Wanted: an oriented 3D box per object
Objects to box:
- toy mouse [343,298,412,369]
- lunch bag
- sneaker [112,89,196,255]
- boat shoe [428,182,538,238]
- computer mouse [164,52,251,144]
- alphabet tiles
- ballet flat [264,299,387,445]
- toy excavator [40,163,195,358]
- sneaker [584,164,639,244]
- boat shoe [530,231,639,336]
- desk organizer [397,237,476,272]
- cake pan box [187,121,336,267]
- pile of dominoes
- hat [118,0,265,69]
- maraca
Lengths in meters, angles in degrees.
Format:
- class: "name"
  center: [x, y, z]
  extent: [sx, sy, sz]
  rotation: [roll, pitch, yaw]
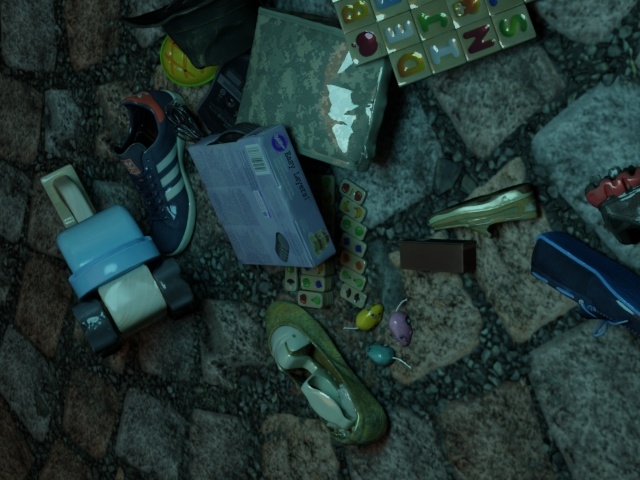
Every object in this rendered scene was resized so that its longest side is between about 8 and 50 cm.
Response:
- class: "toy mouse"
  center: [0.118, 0.178, 1.769]
  extent: [0.161, 0.031, 0.143]
  rotation: [-43, 68, 33]
- class: "lunch bag"
  center: [0.012, -0.267, 1.722]
  extent: [0.287, 0.169, 0.235]
  rotation: [26, 111, 38]
- class: "sneaker"
  center: [-0.356, -0.138, 2.039]
  extent: [0.131, 0.148, 0.350]
  rotation: [-4, 92, 39]
- class: "boat shoe"
  center: [0.267, -0.036, 1.612]
  extent: [0.190, 0.068, 0.072]
  rotation: [-16, 96, 38]
- class: "computer mouse"
  center: [-0.176, -0.271, 1.927]
  extent: [0.188, 0.072, 0.272]
  rotation: [48, 129, 1]
- class: "alphabet tiles"
  center: [0.188, -0.413, 1.564]
  extent: [0.342, 0.011, 0.285]
  rotation: [-19, 81, 10]
- class: "ballet flat"
  center: [-0.014, 0.244, 1.829]
  extent: [0.348, 0.123, 0.123]
  rotation: [48, 121, 25]
- class: "toy excavator"
  center: [-0.461, 0.004, 2.057]
  extent: [0.445, 0.222, 0.433]
  rotation: [62, 167, 5]
- class: "sneaker"
  center: [0.516, -0.072, 1.387]
  extent: [0.276, 0.097, 0.135]
  rotation: [-27, 78, 39]
- class: "boat shoe"
  center: [0.427, 0.081, 1.487]
  extent: [0.258, 0.109, 0.089]
  rotation: [47, 129, 44]
- class: "desk organizer"
  center: [0.200, 0.025, 1.680]
  extent: [0.130, 0.047, 0.050]
  rotation: [3, 99, 38]
- class: "cake pan box"
  center: [-0.112, -0.079, 1.768]
  extent: [0.245, 0.070, 0.267]
  rotation: [-3, 116, 52]
- class: "pile of dominoes"
  center: [0.000, 0.000, 1.840]
  extent: [0.196, 0.040, 0.251]
  rotation: [5, 99, 38]
- class: "hat"
  center: [-0.202, -0.394, 1.811]
  extent: [0.331, 0.331, 0.134]
  rotation: [1, 116, 38]
- class: "maraca"
  center: [-0.235, -0.381, 1.954]
  extent: [0.185, 0.099, 0.127]
  rotation: [-23, 94, 15]
